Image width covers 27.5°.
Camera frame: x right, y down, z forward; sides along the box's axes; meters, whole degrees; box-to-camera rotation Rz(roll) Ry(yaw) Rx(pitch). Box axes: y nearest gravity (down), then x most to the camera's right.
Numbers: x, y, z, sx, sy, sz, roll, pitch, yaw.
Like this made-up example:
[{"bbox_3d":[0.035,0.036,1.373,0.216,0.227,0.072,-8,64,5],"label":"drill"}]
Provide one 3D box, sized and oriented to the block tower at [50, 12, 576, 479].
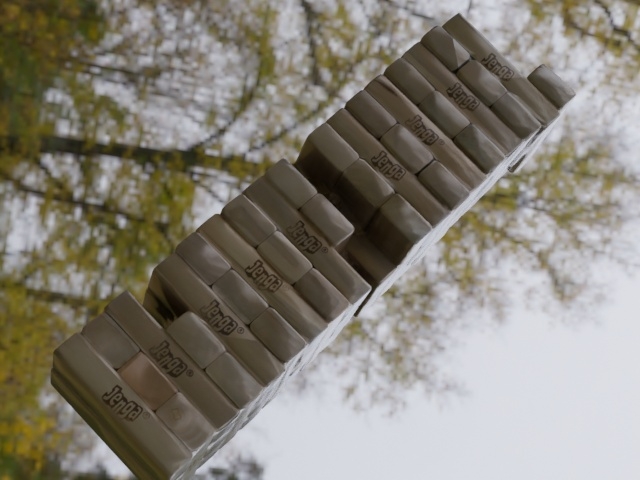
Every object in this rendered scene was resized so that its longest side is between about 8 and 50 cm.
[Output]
[{"bbox_3d":[0.000,0.000,0.753,0.335,0.097,0.091,-40,171,-25],"label":"block tower"}]
